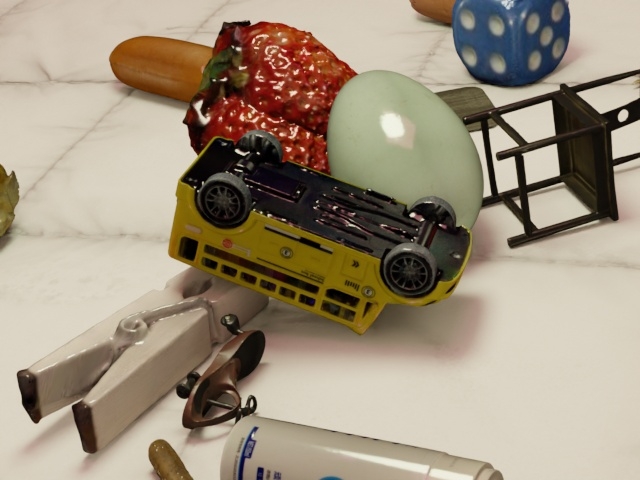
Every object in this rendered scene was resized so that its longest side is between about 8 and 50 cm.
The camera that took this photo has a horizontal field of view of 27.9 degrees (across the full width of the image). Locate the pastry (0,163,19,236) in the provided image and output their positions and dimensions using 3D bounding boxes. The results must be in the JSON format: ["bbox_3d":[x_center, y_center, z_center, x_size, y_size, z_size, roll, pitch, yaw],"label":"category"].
[{"bbox_3d":[-0.552,-0.038,1.807,0.236,0.121,0.257,1,34,26],"label":"pastry"}]

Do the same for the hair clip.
[{"bbox_3d":[-0.188,0.112,1.470,0.101,0.085,0.331,15,37,33],"label":"hair clip"}]

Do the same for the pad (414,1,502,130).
[{"bbox_3d":[0.127,-0.246,2.023,0.250,0.055,0.323,-12,48,-3],"label":"pad"}]

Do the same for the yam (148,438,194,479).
[{"bbox_3d":[-0.137,0.246,1.281,0.032,0.032,0.145,-21,33,-19],"label":"yam"}]

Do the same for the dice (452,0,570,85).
[{"bbox_3d":[0.300,-0.336,2.039,0.143,0.146,0.146,-28,33,-31],"label":"dice"}]

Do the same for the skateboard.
[{"bbox_3d":[-0.098,0.155,1.409,0.080,0.067,0.151,14,42,18],"label":"skateboard"}]

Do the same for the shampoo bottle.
[{"bbox_3d":[0.057,0.231,1.192,0.303,0.092,0.092,8,34,26],"label":"shampoo bottle"}]

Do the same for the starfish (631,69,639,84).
[{"bbox_3d":[0.514,-0.251,1.960,0.092,0.016,0.086,4,34,33],"label":"starfish"}]

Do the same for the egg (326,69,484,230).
[{"bbox_3d":[0.101,-0.100,1.618,0.183,0.183,0.264,-18,64,-14],"label":"egg"}]

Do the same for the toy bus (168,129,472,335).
[{"bbox_3d":[0.000,0.000,1.487,0.331,0.151,0.145,21,31,6],"label":"toy bus"}]

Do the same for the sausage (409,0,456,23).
[{"bbox_3d":[0.273,-0.408,2.229,0.086,0.086,0.289,-32,35,-33],"label":"sausage"}]

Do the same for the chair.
[{"bbox_3d":[0.330,-0.111,1.644,0.260,0.154,0.141,-17,31,-7],"label":"chair"}]

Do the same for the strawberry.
[{"bbox_3d":[-0.037,-0.163,1.785,0.288,0.250,0.238,15,-2,-3],"label":"strawberry"}]

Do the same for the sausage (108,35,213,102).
[{"bbox_3d":[-0.243,-0.287,2.161,0.274,0.105,0.105,17,39,38],"label":"sausage"}]
